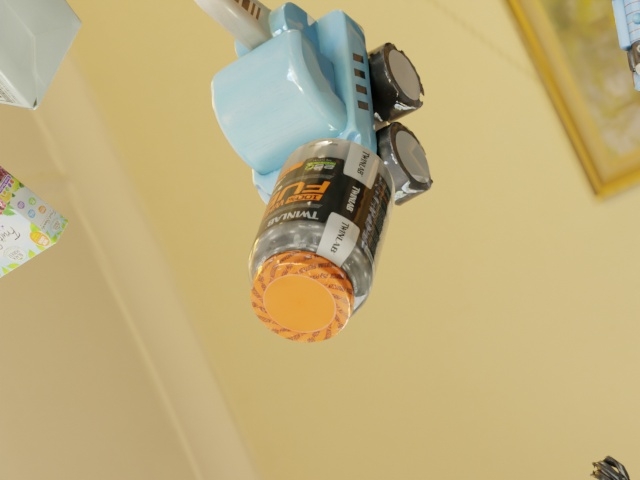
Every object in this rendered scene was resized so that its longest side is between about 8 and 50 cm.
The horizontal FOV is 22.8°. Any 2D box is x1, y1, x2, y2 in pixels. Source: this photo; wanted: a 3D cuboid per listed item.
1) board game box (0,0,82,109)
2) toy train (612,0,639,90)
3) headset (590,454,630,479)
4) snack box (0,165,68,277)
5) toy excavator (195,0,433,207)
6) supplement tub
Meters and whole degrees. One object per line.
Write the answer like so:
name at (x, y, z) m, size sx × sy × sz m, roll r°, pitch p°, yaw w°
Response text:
board game box at (-0.369, -0.217, 1.218) m, size 0.097 × 0.303 × 0.224 m, roll -67°, pitch -28°, yaw -22°
toy train at (0.384, -0.264, 1.862) m, size 0.105 × 0.080 × 0.184 m, roll 11°, pitch -111°, yaw -58°
headset at (0.239, 0.418, 1.884) m, size 0.185 × 0.394 × 0.243 m, roll 50°, pitch 170°, yaw 43°
snack box at (-0.356, -0.018, 1.751) m, size 0.100 × 0.141 × 0.037 m, roll 39°, pitch -128°, yaw -20°
toy excavator at (-0.070, -0.262, 2.158) m, size 0.445 × 0.222 × 0.433 m, roll 34°, pitch -140°, yaw -44°
supplement tub at (0.000, 0.000, 1.464) m, size 0.117 × 0.117 × 0.190 m, roll 53°, pitch -150°, yaw -24°
